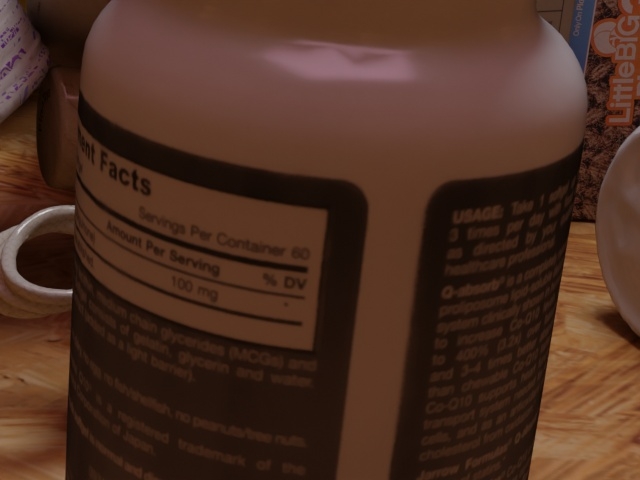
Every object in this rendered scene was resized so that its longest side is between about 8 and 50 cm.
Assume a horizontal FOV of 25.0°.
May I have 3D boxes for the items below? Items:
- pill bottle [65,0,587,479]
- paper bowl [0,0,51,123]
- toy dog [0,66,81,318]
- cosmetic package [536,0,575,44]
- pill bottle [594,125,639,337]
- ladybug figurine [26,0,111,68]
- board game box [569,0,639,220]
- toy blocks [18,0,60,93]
[{"bbox_3d":[0.000,0.000,0.619,0.210,0.363,0.210,6,21,-2],"label":"pill bottle"},{"bbox_3d":[-0.329,-0.103,0.931,0.284,0.148,0.284,-25,21,11],"label":"paper bowl"},{"bbox_3d":[-0.090,0.011,0.932,0.220,0.161,0.334,7,36,-5],"label":"toy dog"},{"bbox_3d":[0.105,-0.164,1.147,0.160,0.309,0.113,-7,24,-30],"label":"cosmetic package"},{"bbox_3d":[0.361,-0.014,1.023,0.301,0.169,0.169,-5,23,-27],"label":"pill bottle"},{"bbox_3d":[-0.087,-0.245,1.054,0.162,0.305,0.449,29,-2,-4],"label":"ladybug figurine"},{"bbox_3d":[0.321,-0.143,1.261,0.291,0.232,0.141,2,21,-7],"label":"board game box"},{"bbox_3d":[-0.268,-0.248,1.310,0.190,0.381,0.261,34,54,0],"label":"toy blocks"}]
